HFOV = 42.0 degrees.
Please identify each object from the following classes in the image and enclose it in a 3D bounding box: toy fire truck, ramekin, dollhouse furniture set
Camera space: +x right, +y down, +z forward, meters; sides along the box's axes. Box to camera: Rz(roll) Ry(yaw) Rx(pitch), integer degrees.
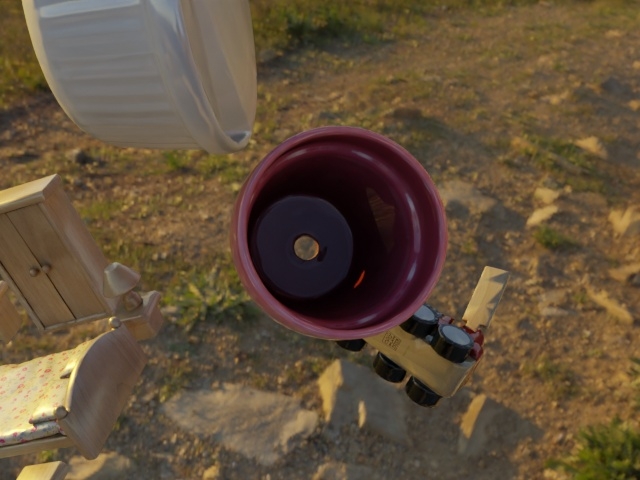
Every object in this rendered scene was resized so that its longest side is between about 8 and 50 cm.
[{"bbox_3d":[0.175,0.110,1.297,0.217,0.158,0.246,34,26,22],"label":"toy fire truck"},{"bbox_3d":[-0.144,-0.199,0.697,0.127,0.272,0.272,-7,33,7],"label":"ramekin"},{"bbox_3d":[-0.349,0.105,0.827,0.303,0.173,0.355,-15,28,19],"label":"dollhouse furniture set"}]

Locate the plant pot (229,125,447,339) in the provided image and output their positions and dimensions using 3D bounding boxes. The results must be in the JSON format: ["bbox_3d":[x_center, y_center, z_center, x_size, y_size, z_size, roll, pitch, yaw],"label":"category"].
[{"bbox_3d":[0.000,0.000,0.840,0.202,0.201,0.180,5,-7,-16],"label":"plant pot"}]
